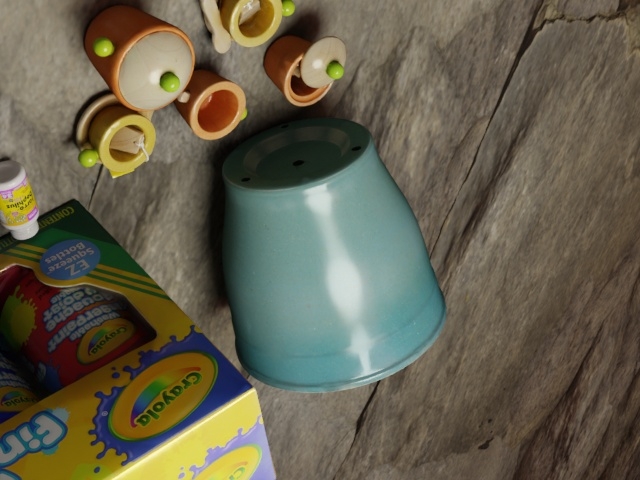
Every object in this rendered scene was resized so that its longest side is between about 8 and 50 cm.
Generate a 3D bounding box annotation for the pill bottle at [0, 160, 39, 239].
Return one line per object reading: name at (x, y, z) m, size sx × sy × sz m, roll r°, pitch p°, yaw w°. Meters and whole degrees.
pill bottle at (-0.324, -0.041, 1.268) m, size 0.043 × 0.043 × 0.083 m, roll -31°, pitch 138°, yaw -21°

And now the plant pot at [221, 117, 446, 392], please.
plant pot at (0.000, 0.000, 1.453) m, size 0.272 × 0.272 × 0.255 m, roll -28°, pitch 123°, yaw -24°

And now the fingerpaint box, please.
fingerpaint box at (-0.333, 0.199, 1.197) m, size 0.445 × 0.371 × 0.163 m, roll -30°, pitch 138°, yaw -21°

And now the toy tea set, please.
toy tea set at (-0.105, -0.177, 1.297) m, size 0.336 × 0.124 × 0.200 m, roll -25°, pitch 135°, yaw -27°
